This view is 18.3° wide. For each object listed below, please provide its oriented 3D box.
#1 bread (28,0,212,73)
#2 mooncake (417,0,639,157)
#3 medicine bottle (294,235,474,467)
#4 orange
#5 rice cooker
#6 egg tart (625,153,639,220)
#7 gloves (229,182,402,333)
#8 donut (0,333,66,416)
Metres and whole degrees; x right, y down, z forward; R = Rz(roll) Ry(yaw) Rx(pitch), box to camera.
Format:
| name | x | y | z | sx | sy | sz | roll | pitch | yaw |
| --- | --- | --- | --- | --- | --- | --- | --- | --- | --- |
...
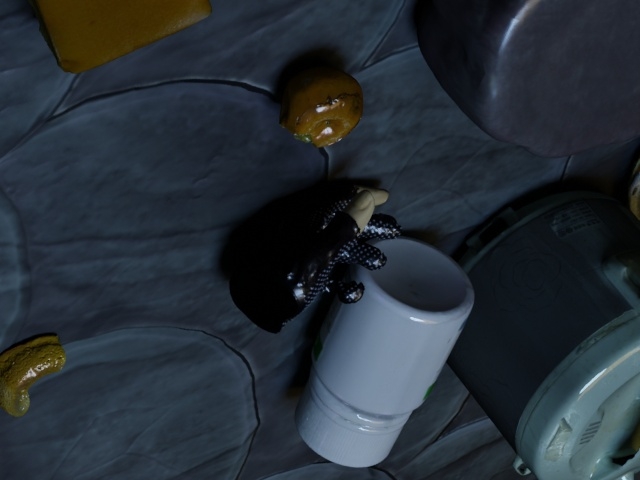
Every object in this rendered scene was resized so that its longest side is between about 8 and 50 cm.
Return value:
| name | x | y | z | sx | sy | sz | roll | pitch | yaw |
| --- | --- | --- | --- | --- | --- | --- | --- | --- | --- |
| bread | -0.187 | -0.276 | 1.485 | 0.138 | 0.077 | 0.361 | -30 | 145 | -11 |
| mooncake | 0.239 | -0.223 | 1.844 | 0.306 | 0.154 | 0.306 | -24 | 144 | -18 |
| medicine bottle | 0.062 | 0.121 | 2.106 | 0.139 | 0.139 | 0.237 | -8 | 136 | -34 |
| orange | 0.001 | -0.128 | 1.831 | 0.086 | 0.062 | 0.086 | -17 | 154 | -8 |
| rice cooker | 0.295 | 0.113 | 2.174 | 0.288 | 0.277 | 0.288 | -23 | 142 | -20 |
| egg tart | 0.453 | -0.079 | 2.248 | 0.234 | 0.094 | 0.234 | -24 | 147 | -17 |
| gloves | -0.002 | 0.000 | 1.966 | 0.181 | 0.106 | 0.129 | -48 | 151 | -33 |
| donut | -0.280 | 0.131 | 1.912 | 0.083 | 0.038 | 0.067 | -24 | 140 | -14 |
